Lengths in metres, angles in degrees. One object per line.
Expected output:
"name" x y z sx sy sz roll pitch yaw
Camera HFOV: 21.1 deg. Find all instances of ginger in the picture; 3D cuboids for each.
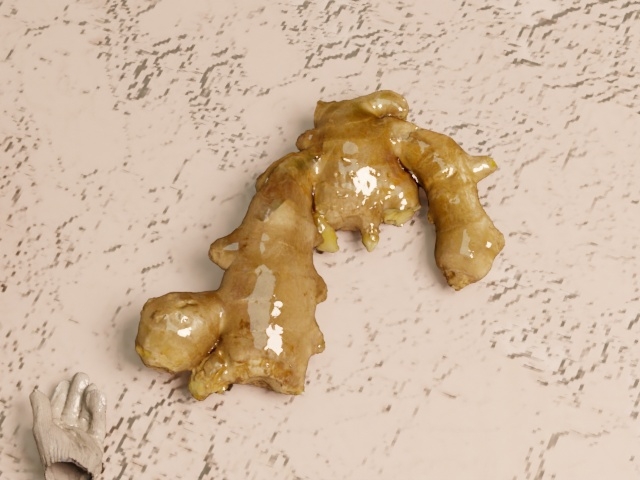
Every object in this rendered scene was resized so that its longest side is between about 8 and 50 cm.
"ginger" 0.000 0.000 0.918 0.193 0.052 0.176 1 61 -4

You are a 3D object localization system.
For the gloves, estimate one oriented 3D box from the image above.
"gloves" -0.130 0.101 0.875 0.044 0.037 0.081 29 43 -21
